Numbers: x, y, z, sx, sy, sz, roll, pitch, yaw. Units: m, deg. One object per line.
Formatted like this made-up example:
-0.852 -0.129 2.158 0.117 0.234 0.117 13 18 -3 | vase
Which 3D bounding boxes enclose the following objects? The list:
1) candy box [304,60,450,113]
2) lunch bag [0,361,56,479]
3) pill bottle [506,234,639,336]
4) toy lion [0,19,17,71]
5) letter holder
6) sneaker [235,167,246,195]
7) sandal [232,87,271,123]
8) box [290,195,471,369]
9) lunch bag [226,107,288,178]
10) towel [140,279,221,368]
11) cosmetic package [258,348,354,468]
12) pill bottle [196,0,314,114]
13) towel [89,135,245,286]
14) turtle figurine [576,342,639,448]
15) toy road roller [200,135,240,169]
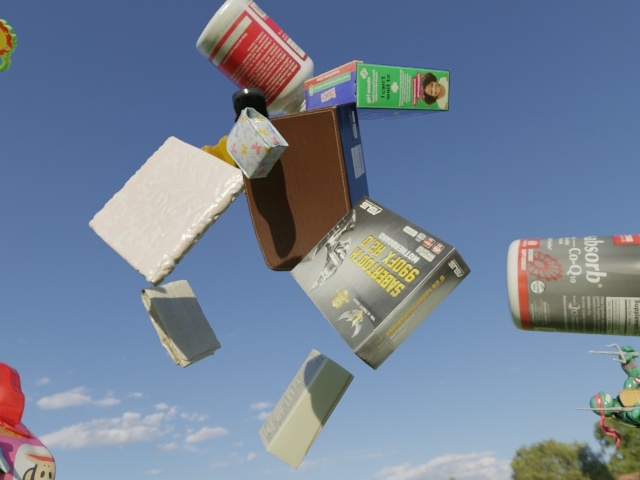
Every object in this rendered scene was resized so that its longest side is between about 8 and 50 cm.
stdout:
0.152 -0.406 1.234 0.316 0.122 0.268 -10 13 -29 | candy box
-0.393 0.243 0.429 0.293 0.258 0.120 10 -27 35 | lunch bag
0.600 0.094 0.933 0.362 0.210 0.210 -3 -31 30 | pill bottle
-0.650 -0.388 0.878 0.095 0.034 0.100 -7 -63 -1 | toy lion
-0.025 -0.104 0.890 0.214 0.152 0.302 -4 -72 20 | letter holder
-0.250 -0.185 1.440 0.175 0.067 0.064 32 -78 0 | sneaker
-0.113 -0.204 0.732 0.067 0.040 0.179 -14 -16 -9 | sandal
0.072 0.046 0.648 0.183 0.231 0.056 -45 -57 -1 | box
-0.099 -0.147 0.661 0.071 0.083 0.053 -49 -15 33 | lunch bag
-0.451 0.265 1.439 0.049 0.282 0.187 -35 -11 25 | towel
-0.046 0.500 1.343 0.113 0.310 0.160 37 -12 -12 | cosmetic package
-0.172 -0.562 1.428 0.407 0.229 0.229 39 -54 -20 | pill bottle
-0.379 -0.087 1.095 0.332 0.316 0.053 -52 -33 -13 | towel
0.536 0.253 0.720 0.234 0.175 0.118 -9 -64 20 | turtle figurine
-0.395 -0.302 1.806 0.240 0.203 0.329 -32 2 16 | toy road roller
